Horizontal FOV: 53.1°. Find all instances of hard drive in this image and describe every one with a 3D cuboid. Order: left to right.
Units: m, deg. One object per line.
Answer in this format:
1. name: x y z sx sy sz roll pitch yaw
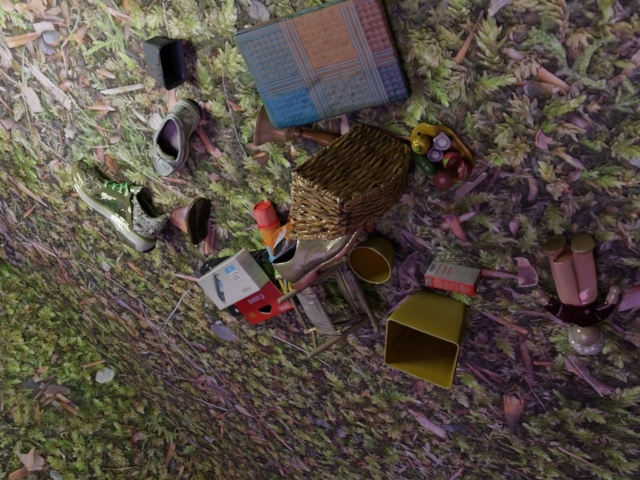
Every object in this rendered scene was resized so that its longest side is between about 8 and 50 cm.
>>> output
1. hard drive: -0.250 0.153 2.272 0.338 0.064 0.237 -12 120 42

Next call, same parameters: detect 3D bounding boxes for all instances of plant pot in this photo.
1. plant pot: 0.161 0.043 1.851 0.134 0.095 0.134 20 136 20
2. plant pot: 0.322 0.269 1.875 0.212 0.187 0.212 18 136 20

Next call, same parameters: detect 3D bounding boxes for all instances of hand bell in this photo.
1. hand bell: -0.045 -0.283 1.711 0.241 0.126 0.126 16 136 7

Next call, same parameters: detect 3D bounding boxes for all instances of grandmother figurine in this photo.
1. grandmother figurine: 0.642 0.146 1.604 0.207 0.104 0.343 3 127 45

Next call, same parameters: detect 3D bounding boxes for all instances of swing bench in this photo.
1. swing bench: 0.024 0.196 2.018 0.254 0.165 0.253 -22 117 4

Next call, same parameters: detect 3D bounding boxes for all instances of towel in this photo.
1. towel: 0.005 -0.420 1.525 0.369 0.040 0.272 -9 123 23

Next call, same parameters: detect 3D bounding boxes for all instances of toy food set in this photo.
1. toy food set: 0.298 -0.187 1.559 0.218 0.071 0.128 45 139 -9

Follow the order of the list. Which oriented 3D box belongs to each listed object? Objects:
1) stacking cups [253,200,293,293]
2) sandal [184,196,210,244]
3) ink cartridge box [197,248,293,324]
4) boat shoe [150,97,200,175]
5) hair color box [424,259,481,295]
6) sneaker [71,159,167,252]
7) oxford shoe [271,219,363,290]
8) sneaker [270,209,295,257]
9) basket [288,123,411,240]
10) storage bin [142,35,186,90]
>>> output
1. stacking cups: -0.129 0.023 2.048 0.096 0.096 0.316 5 128 33
2. sandal: -0.428 -0.072 2.194 0.060 0.090 0.219 46 151 24
3. ink cartridge box: -0.262 0.182 2.188 0.261 0.066 0.296 51 142 -8
4. boat shoe: -0.463 -0.302 1.972 0.118 0.103 0.320 40 139 -3
5. hair color box: 0.368 0.102 1.777 0.141 0.072 0.043 12 133 28
6. sneaker: -0.702 -0.157 2.292 0.410 0.158 0.182 45 108 -6
7. oxford shoe: 0.000 0.000 1.824 0.130 0.123 0.348 38 111 -18
8. sneaker: -0.041 -0.038 1.940 0.121 0.099 0.262 15 134 -36
9. basket: 0.087 -0.111 1.596 0.213 0.299 0.223 30 139 24
10. storage bin: -0.446 -0.501 1.793 0.091 0.098 0.135 28 140 27
